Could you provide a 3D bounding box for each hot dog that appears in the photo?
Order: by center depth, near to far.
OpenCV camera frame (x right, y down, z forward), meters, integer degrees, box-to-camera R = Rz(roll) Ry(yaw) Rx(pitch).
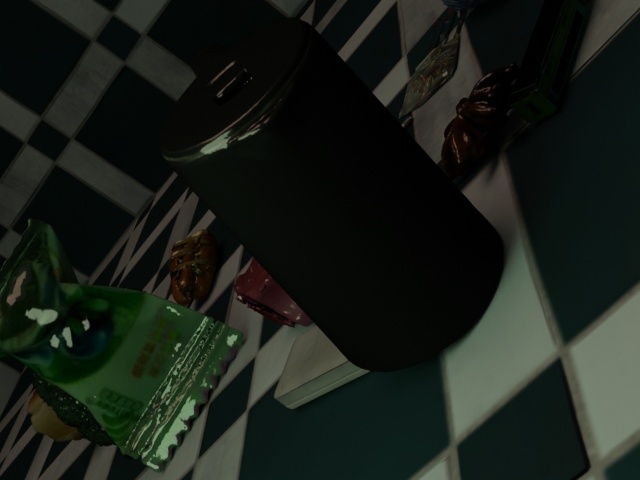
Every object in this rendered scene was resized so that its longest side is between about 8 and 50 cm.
[{"bbox_3d":[-0.268,0.052,1.921,0.109,0.072,0.269,-27,23,7],"label":"hot dog"}]

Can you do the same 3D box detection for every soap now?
[{"bbox_3d":[0.000,0.000,1.245,0.289,0.112,0.182,-51,14,20],"label":"soap"}]

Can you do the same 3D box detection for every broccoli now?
[{"bbox_3d":[-0.384,0.213,1.678,0.297,0.297,0.297,-52,-4,12],"label":"broccoli"}]

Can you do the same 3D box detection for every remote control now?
[{"bbox_3d":[0.034,0.115,1.048,0.250,0.034,0.103,-36,25,45],"label":"remote control"}]

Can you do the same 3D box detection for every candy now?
[{"bbox_3d":[-0.352,0.165,1.444,0.263,0.398,0.172,-62,-8,2],"label":"candy"}]

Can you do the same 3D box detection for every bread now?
[{"bbox_3d":[-0.482,0.271,1.950,0.192,0.171,0.314,-46,20,21],"label":"bread"}]

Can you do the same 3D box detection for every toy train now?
[{"bbox_3d":[0.267,-0.223,1.040,0.044,0.042,0.209,-22,37,51],"label":"toy train"}]

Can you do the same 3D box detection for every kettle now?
[{"bbox_3d":[0.013,-0.063,0.899,0.203,0.308,0.262,-27,32,27],"label":"kettle"}]

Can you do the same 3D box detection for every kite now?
[{"bbox_3d":[0.188,-0.301,1.460,0.141,0.015,0.245,-32,29,48],"label":"kite"}]

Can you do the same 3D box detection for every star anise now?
[{"bbox_3d":[0.183,-0.141,1.068,0.168,0.057,0.168,-53,0,0],"label":"star anise"}]

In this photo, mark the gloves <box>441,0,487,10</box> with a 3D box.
[{"bbox_3d":[0.229,-0.412,1.419,0.119,0.097,0.229,-45,12,19],"label":"gloves"}]

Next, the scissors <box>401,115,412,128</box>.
[{"bbox_3d":[0.070,-0.107,1.404,0.212,0.021,0.110,-54,19,9],"label":"scissors"}]

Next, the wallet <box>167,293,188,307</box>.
[{"bbox_3d":[-0.319,0.172,1.927,0.095,0.033,0.190,-34,27,47],"label":"wallet"}]
